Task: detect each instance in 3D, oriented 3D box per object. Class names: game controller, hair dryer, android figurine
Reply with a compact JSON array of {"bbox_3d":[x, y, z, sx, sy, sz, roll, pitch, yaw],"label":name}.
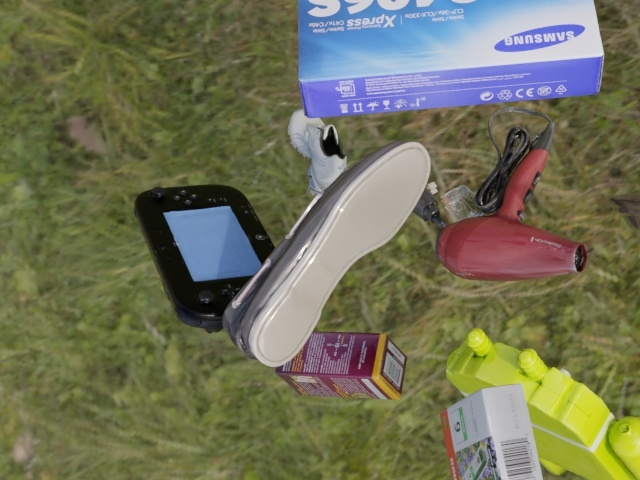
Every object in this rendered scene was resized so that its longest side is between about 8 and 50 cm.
[{"bbox_3d":[-0.147,0.013,1.604,0.319,0.166,0.067,-122,24,-50],"label":"game controller"},{"bbox_3d":[0.232,-0.048,1.467,0.223,0.080,0.293,-41,45,9],"label":"hair dryer"},{"bbox_3d":[0.229,0.175,1.179,0.248,0.056,0.273,20,158,46],"label":"android figurine"}]

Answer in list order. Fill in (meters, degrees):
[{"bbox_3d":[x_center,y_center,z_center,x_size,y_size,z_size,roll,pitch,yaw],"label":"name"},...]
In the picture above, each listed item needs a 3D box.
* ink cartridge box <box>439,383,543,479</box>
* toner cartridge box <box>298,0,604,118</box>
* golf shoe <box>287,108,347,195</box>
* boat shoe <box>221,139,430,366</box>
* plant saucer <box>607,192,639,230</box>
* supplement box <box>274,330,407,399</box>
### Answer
[{"bbox_3d":[0.097,0.131,0.726,0.115,0.029,0.063,128,135,-66],"label":"ink cartridge box"},{"bbox_3d":[0.148,-0.243,1.395,0.348,0.165,0.075,-5,148,5],"label":"toner cartridge box"},{"bbox_3d":[0.005,-0.148,1.729,0.086,0.069,0.176,114,145,-41],"label":"golf shoe"},{"bbox_3d":[0.000,0.000,1.434,0.335,0.112,0.095,-52,42,-10],"label":"boat shoe"},{"bbox_3d":[0.455,-0.033,1.278,0.278,0.278,0.041,1,94,35],"label":"plant saucer"},{"bbox_3d":[0.034,0.205,1.928,0.188,0.104,0.081,0,62,26],"label":"supplement box"}]
